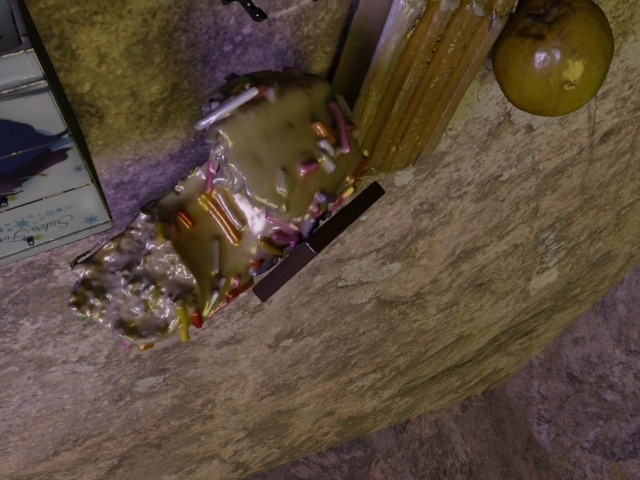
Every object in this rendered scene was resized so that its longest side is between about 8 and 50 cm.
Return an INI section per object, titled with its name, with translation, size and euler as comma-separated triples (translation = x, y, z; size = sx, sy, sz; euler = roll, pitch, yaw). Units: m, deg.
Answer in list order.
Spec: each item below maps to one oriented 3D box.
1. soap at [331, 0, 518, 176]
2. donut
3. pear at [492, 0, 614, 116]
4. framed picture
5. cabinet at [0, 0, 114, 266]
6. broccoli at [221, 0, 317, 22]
[soap]
translation = 0.103, -0.200, 0.764
size = 0.173, 0.089, 0.274
euler = -14, 148, -29
[donut]
translation = -0.096, -0.033, 0.706
size = 0.371, 0.150, 0.307
euler = -42, 178, 31
[pear]
translation = 0.299, -0.241, 0.809
size = 0.148, 0.149, 0.162
euler = -28, 144, -1
[framed picture]
translation = 0.000, 0.000, 0.772
size = 0.128, 0.023, 0.168
euler = -42, 179, 44
[cabinet]
translation = -0.288, -0.097, 0.527
size = 0.144, 0.150, 0.206
euler = -20, 149, -14
[broccoli]
translation = -0.026, -0.296, 0.327
size = 0.323, 0.272, 0.335
euler = -24, 119, -10
